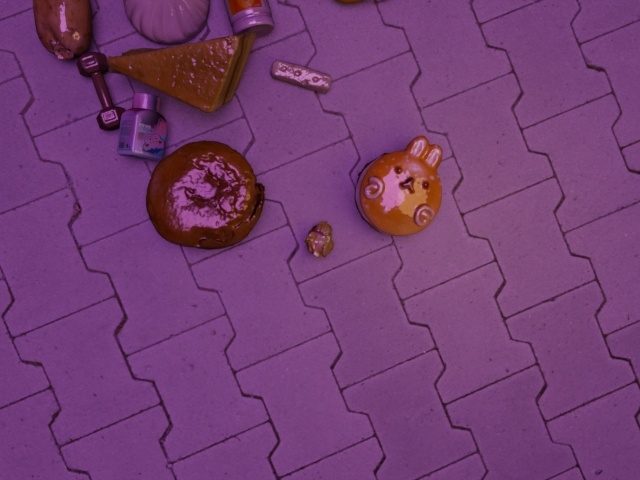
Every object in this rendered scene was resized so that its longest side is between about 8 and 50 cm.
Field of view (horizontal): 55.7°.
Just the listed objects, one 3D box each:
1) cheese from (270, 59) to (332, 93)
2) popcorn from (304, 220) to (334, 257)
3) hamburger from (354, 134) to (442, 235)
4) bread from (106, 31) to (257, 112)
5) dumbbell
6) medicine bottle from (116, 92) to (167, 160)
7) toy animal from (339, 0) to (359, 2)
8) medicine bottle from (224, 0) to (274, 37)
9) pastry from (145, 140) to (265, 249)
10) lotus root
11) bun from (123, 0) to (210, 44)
[{"bbox_3d":[-0.060,-0.511,1.881,0.194,0.043,0.064,15,84,-3],"label":"cheese"},{"bbox_3d":[0.001,0.001,1.861,0.089,0.097,0.109,-14,65,8],"label":"popcorn"},{"bbox_3d":[0.254,-0.160,1.837,0.261,0.186,0.302,41,85,-4],"label":"hamburger"},{"bbox_3d":[-0.409,-0.542,1.735,0.362,0.233,0.244,23,114,-1],"label":"bread"},{"bbox_3d":[-0.652,-0.446,1.813,0.092,0.082,0.230,-20,92,-5],"label":"dumbbell"},{"bbox_3d":[-0.525,-0.337,1.799,0.094,0.119,0.187,7,89,39],"label":"medicine bottle"},{"bbox_3d":[0.089,-0.886,1.817,0.345,0.277,0.246,7,61,-15],"label":"toy animal"},{"bbox_3d":[-0.230,-0.746,1.821,0.133,0.133,0.249,-14,91,-4],"label":"medicine bottle"},{"bbox_3d":[-0.344,-0.129,1.801,0.356,0.164,0.355,0,91,-2],"label":"pastry"},{"bbox_3d":[-0.753,-0.676,1.771,0.160,0.146,0.284,-1,87,-4],"label":"lotus root"},{"bbox_3d":[-0.461,-0.725,1.783,0.263,0.175,0.263,0,91,-3],"label":"bun"}]
